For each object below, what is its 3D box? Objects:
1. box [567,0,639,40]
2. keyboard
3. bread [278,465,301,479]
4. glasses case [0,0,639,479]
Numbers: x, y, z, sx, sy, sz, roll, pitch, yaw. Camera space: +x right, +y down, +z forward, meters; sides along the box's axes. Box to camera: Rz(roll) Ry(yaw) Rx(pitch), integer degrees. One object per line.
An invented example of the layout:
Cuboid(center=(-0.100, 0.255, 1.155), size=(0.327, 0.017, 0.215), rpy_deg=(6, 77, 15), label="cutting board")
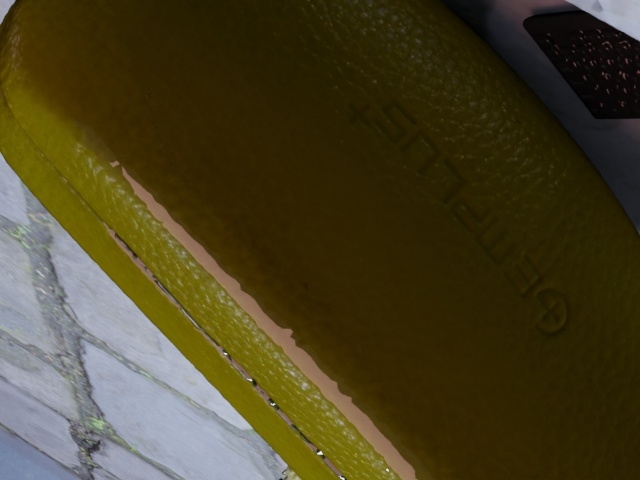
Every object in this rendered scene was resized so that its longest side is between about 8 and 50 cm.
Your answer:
Cuboid(center=(0.052, -0.154, 0.361), size=(0.199, 0.081, 0.135), rpy_deg=(29, 158, 6), label="box")
Cuboid(center=(0.165, -0.067, 0.477), size=(0.202, 0.011, 0.067), rpy_deg=(5, 146, 51), label="keyboard")
Cuboid(center=(0.051, 0.194, 1.128), size=(0.147, 0.127, 0.152), rpy_deg=(19, 121, 37), label="bread")
Cuboid(center=(0.028, 0.002, 0.578), size=(0.371, 0.173, 0.141), rpy_deg=(48, 153, -9), label="glasses case")
